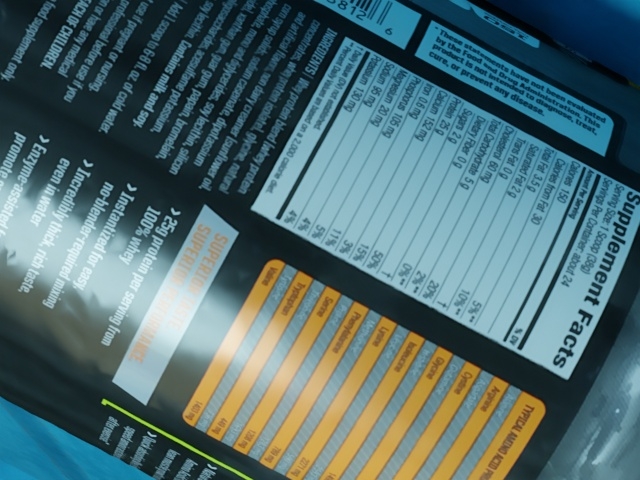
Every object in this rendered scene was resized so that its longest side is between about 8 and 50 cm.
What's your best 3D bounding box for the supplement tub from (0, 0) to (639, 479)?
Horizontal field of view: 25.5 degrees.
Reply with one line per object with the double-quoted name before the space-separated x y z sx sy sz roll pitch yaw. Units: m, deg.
"supplement tub" 0.000 0.000 0.509 0.338 0.207 0.207 29 159 -2
